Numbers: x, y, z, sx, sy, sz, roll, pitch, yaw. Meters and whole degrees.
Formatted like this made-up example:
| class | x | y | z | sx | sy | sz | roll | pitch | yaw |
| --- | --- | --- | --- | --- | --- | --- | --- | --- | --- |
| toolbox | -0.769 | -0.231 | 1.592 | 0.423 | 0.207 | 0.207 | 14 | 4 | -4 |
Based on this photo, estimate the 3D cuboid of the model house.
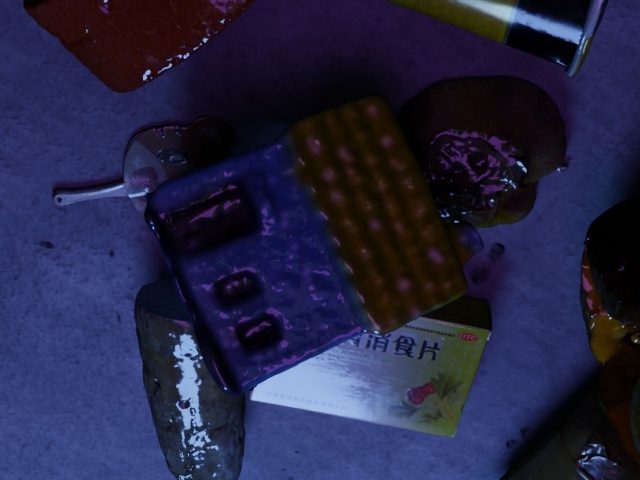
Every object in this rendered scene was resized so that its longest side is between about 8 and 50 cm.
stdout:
| class | x | y | z | sx | sy | sz | roll | pitch | yaw |
| --- | --- | --- | --- | --- | --- | --- | --- | --- | --- |
| model house | 0.000 | 0.000 | 1.357 | 0.303 | 0.215 | 0.237 | -23 | 90 | -1 |

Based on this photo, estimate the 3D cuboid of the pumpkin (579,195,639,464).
| class | x | y | z | sx | sy | sz | roll | pitch | yaw |
| --- | --- | --- | --- | --- | --- | --- | --- | --- | --- |
| pumpkin | 0.390 | 0.104 | 1.382 | 0.192 | 0.320 | 0.320 | -12 | 123 | -2 |

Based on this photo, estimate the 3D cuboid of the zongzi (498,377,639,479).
| class | x | y | z | sx | sy | sz | roll | pitch | yaw |
| --- | --- | --- | --- | --- | --- | --- | --- | --- | --- |
| zongzi | 0.380 | 0.333 | 1.636 | 0.300 | 0.145 | 0.274 | 24 | 126 | -19 |

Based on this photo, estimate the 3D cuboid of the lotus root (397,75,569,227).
| class | x | y | z | sx | sy | sz | roll | pitch | yaw |
| --- | --- | --- | --- | --- | --- | --- | --- | --- | --- |
| lotus root | 0.169 | -0.079 | 1.413 | 0.203 | 0.078 | 0.183 | -5 | 124 | 5 |

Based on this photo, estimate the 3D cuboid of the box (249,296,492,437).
| class | x | y | z | sx | sy | sz | roll | pitch | yaw |
| --- | --- | --- | --- | --- | --- | --- | --- | --- | --- |
| box | 0.057 | 0.133 | 1.568 | 0.260 | 0.062 | 0.175 | 12 | 124 | -3 |

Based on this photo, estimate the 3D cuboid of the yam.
| class | x | y | z | sx | sy | sz | roll | pitch | yaw |
| --- | --- | --- | --- | --- | --- | --- | --- | --- | --- |
| yam | -0.146 | 0.180 | 1.579 | 0.133 | 0.133 | 0.330 | 0 | 127 | 4 |

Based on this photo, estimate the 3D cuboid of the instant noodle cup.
| class | x | y | z | sx | sy | sz | roll | pitch | yaw |
| --- | --- | --- | --- | --- | --- | --- | --- | --- | --- |
| instant noodle cup | 0.157 | -0.279 | 1.216 | 0.236 | 0.215 | 0.215 | 14 | 124 | 3 |

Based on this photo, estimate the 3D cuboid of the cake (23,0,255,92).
| class | x | y | z | sx | sy | sz | roll | pitch | yaw |
| --- | --- | --- | --- | --- | --- | --- | --- | --- | --- |
| cake | -0.154 | -0.267 | 1.251 | 0.283 | 0.177 | 0.151 | -31 | 116 | 23 |

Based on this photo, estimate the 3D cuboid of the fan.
| class | x | y | z | sx | sy | sz | roll | pitch | yaw |
| --- | --- | --- | --- | --- | --- | --- | --- | --- | --- |
| fan | -0.198 | -0.064 | 1.489 | 0.226 | 0.008 | 0.152 | -7 | 123 | 7 |
